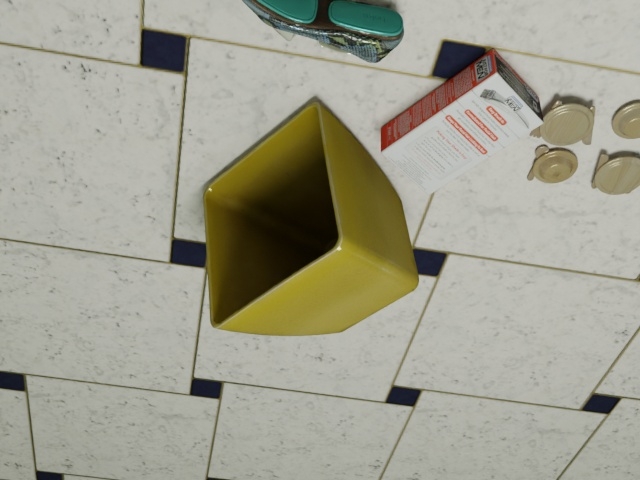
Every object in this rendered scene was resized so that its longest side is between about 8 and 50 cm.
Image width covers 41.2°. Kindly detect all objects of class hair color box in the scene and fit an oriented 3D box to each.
[{"bbox_3d":[0.162,-0.134,0.993,0.167,0.053,0.093,-32,125,32],"label":"hair color box"}]

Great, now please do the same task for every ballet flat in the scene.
[{"bbox_3d":[-0.007,-0.230,0.898,0.188,0.070,0.070,17,134,-10],"label":"ballet flat"}]

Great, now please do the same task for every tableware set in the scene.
[{"bbox_3d":[0.332,-0.112,1.032,0.169,0.020,0.141,3,138,-3],"label":"tableware set"}]

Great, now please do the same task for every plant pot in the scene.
[{"bbox_3d":[0.000,0.000,1.043,0.187,0.212,0.212,25,133,-39],"label":"plant pot"}]
